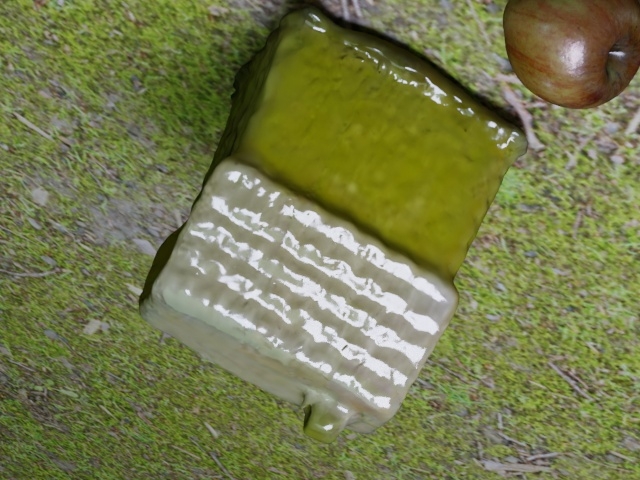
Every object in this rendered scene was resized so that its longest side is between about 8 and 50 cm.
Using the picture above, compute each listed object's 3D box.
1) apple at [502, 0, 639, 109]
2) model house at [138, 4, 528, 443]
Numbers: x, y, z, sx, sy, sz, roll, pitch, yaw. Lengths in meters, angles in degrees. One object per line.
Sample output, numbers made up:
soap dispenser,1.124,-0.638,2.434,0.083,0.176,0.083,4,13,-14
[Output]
apple,0.145,-0.118,0.894,0.071,0.084,0.084,36,162,40
model house,0.000,0.000,1.034,0.193,0.234,0.175,29,151,-10
